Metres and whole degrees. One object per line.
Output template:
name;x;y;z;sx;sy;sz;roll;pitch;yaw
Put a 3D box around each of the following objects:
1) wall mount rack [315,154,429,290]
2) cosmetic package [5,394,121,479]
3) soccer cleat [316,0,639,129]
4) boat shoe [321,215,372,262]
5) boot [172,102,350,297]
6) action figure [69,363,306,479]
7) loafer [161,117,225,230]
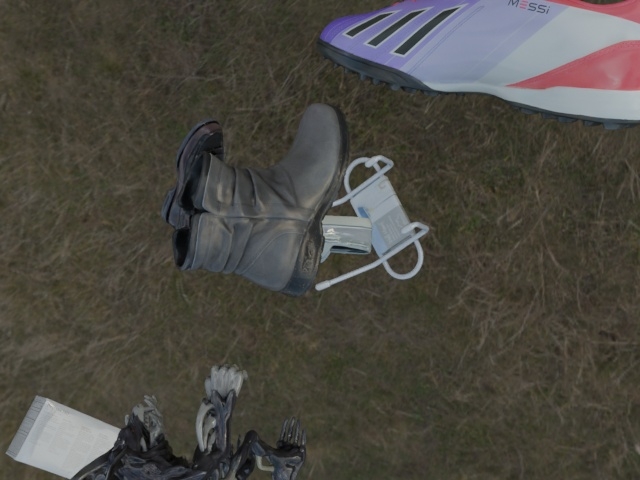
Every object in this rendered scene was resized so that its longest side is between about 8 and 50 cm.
wall mount rack;0.091;-0.040;1.625;0.304;0.130;0.350;-36;66;24
cosmetic package;-0.372;0.344;1.062;0.239;0.099;0.060;37;155;-31
soccer cleat;0.139;-0.183;0.571;0.318;0.108;0.116;20;115;31
boat shoe;0.000;0.000;1.206;0.079;0.227;0.081;-25;69;61
boot;-0.087;-0.094;0.992;0.223;0.338;0.118;21;159;-27
action figure;-0.135;0.208;0.662;0.164;0.141;0.275;-18;154;23
loafer;-0.257;-0.123;1.398;0.095;0.109;0.302;48;134;18
